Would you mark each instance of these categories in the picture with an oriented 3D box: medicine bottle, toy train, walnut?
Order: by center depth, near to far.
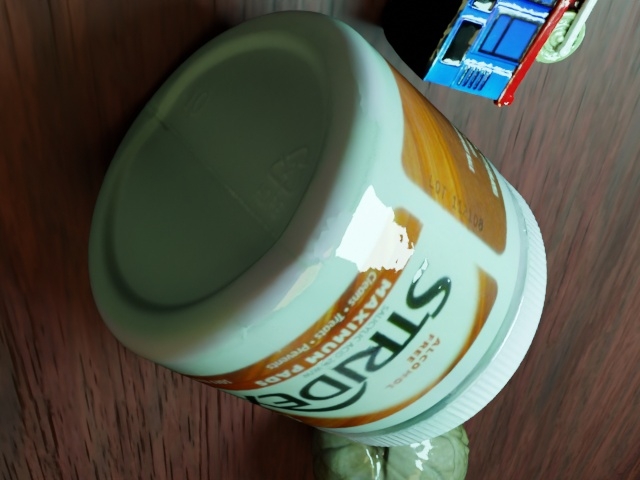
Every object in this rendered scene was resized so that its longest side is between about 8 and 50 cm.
[{"bbox_3d":[0.147,-0.202,0.620,0.131,0.082,0.204,9,127,-29],"label":"toy train"},{"bbox_3d":[0.000,0.000,0.624,0.252,0.252,0.241,-42,136,17],"label":"medicine bottle"},{"bbox_3d":[0.081,0.249,0.981,0.178,0.178,0.230,-23,149,-4],"label":"walnut"}]
